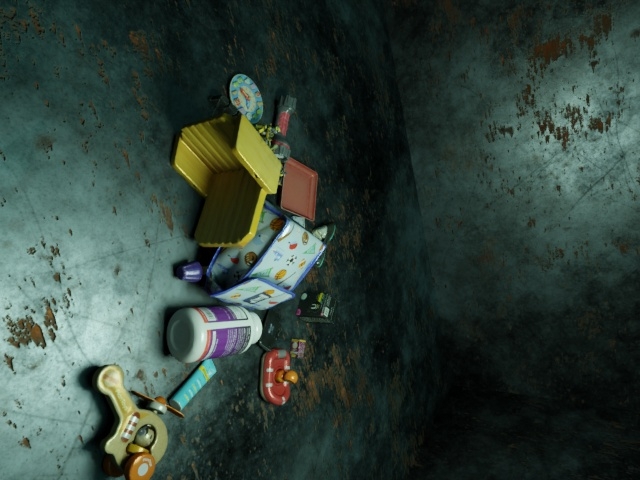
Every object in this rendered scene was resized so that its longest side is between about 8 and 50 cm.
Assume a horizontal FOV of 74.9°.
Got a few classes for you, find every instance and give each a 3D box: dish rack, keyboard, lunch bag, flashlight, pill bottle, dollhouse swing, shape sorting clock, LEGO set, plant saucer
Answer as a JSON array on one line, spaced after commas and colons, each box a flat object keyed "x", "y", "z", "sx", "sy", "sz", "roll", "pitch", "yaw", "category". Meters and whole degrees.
[{"x": -0.380, "y": -0.415, "z": 1.636, "sx": 0.208, "sy": 0.074, "sz": 0.271, "roll": 41, "pitch": 56, "yaw": -44, "category": "dish rack"}, {"x": -0.213, "y": 0.391, "z": 1.811, "sx": 0.108, "sy": 0.023, "sz": 0.180, "roll": 47, "pitch": 41, "yaw": -34, "category": "keyboard"}, {"x": -0.207, "y": 0.083, "z": 1.556, "sx": 0.385, "sy": 0.239, "sz": 0.328, "roll": -52, "pitch": 148, "yaw": 1, "category": "lunch bag"}, {"x": -0.167, "y": -0.513, "z": 1.909, "sx": 0.103, "sy": 0.103, "sz": 0.303, "roll": 15, "pitch": 77, "yaw": -19, "category": "flashlight"}, {"x": -0.364, "y": 0.324, "z": 1.486, "sx": 0.323, "sy": 0.182, "sz": 0.181, "roll": 10, "pitch": 79, "yaw": -54, "category": "pill bottle"}, {"x": -0.361, "y": -0.187, "z": 1.401, "sx": 0.315, "sy": 0.347, "sz": 0.304, "roll": 51, "pitch": 52, "yaw": -40, "category": "dollhouse swing"}, {"x": -0.311, "y": -0.601, "z": 1.775, "sx": 0.206, "sy": 0.040, "sz": 0.206, "roll": 7, "pitch": 81, "yaw": -55, "category": "shape sorting clock"}, {"x": -0.214, "y": -0.335, "z": 1.666, "sx": 0.331, "sy": 0.192, "sz": 0.254, "roll": -42, "pitch": 142, "yaw": -69, "category": "LEGO set"}, {"x": -0.113, "y": -0.244, "z": 2.018, "sx": 0.258, "sy": 0.048, "sz": 0.259, "roll": 20, "pitch": 70, "yaw": -53, "category": "plant saucer"}]

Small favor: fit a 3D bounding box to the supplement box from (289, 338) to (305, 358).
[{"x": -0.107, "y": 0.504, "z": 1.946, "sx": 0.043, "sy": 0.055, "sz": 0.083, "roll": 27, "pitch": 64, "yaw": -49, "category": "supplement box"}]

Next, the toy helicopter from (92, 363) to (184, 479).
[{"x": -0.554, "y": 0.514, "z": 1.241, "sx": 0.235, "sy": 0.140, "sz": 0.354, "roll": -38, "pitch": 115, "yaw": -52, "category": "toy helicopter"}]

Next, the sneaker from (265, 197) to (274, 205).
[{"x": -0.267, "y": -0.074, "z": 1.664, "sx": 0.127, "sy": 0.182, "sz": 0.315, "roll": -41, "pitch": 119, "yaw": -47, "category": "sneaker"}]

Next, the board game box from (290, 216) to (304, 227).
[{"x": -0.110, "y": -0.069, "z": 2.028, "sx": 0.090, "sy": 0.020, "sz": 0.090, "roll": 4, "pitch": 83, "yaw": -55, "category": "board game box"}]

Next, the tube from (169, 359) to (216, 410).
[{"x": -0.444, "y": 0.505, "z": 1.477, "sx": 0.207, "sy": 0.052, "sz": 0.080, "roll": -49, "pitch": 137, "yaw": -52, "category": "tube"}]

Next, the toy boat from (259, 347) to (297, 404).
[{"x": -0.163, "y": 0.580, "z": 1.775, "sx": 0.151, "sy": 0.151, "sz": 0.231, "roll": 13, "pitch": 76, "yaw": -54, "category": "toy boat"}]

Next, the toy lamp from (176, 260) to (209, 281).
[{"x": -0.403, "y": 0.106, "z": 1.542, "sx": 0.275, "sy": 0.080, "sz": 0.080, "roll": -7, "pitch": 93, "yaw": -55, "category": "toy lamp"}]

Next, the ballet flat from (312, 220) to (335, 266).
[{"x": 0.000, "y": 0.000, "z": 2.121, "sx": 0.096, "sy": 0.095, "sz": 0.280, "roll": 39, "pitch": 56, "yaw": -32, "category": "ballet flat"}]

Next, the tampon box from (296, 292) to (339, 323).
[{"x": -0.014, "y": 0.324, "z": 2.003, "sx": 0.101, "sy": 0.161, "sz": 0.120, "roll": 46, "pitch": 50, "yaw": -42, "category": "tampon box"}]
